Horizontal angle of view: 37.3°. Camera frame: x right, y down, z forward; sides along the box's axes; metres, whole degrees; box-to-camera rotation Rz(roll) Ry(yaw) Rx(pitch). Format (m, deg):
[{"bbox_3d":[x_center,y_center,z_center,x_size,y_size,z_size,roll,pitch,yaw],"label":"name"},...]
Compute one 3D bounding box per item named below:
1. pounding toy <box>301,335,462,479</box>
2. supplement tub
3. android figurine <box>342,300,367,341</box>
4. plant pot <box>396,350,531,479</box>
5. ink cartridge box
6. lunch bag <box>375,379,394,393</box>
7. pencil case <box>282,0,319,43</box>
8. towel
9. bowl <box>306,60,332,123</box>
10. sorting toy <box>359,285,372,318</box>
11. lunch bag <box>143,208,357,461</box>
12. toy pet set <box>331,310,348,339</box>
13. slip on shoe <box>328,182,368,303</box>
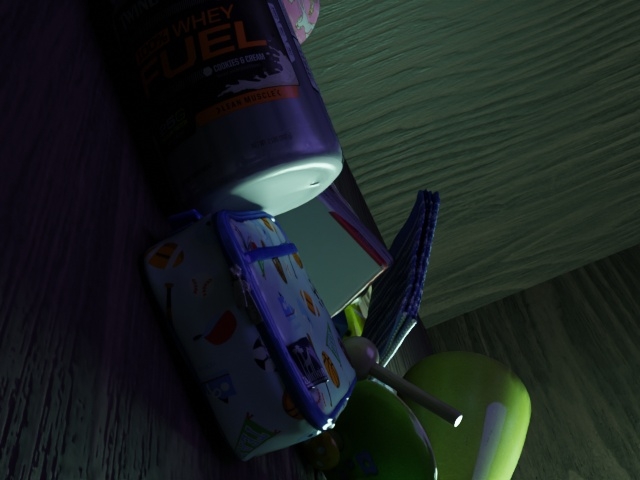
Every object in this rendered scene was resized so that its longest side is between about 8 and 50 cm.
[{"bbox_3d":[0.041,0.249,1.118,0.183,0.110,0.236,39,-47,29],"label":"pounding toy"},{"bbox_3d":[-0.113,-0.186,1.058,0.193,0.194,0.315,36,31,-76],"label":"supplement tub"},{"bbox_3d":[0.065,0.173,1.783,0.248,0.056,0.272,46,24,-70],"label":"android figurine"},{"bbox_3d":[0.262,0.408,1.824,0.274,0.275,0.293,64,23,-22],"label":"plant pot"},{"bbox_3d":[0.000,0.000,1.393,0.197,0.114,0.273,47,7,5],"label":"ink cartridge box"},{"bbox_3d":[0.082,0.253,1.592,0.053,0.071,0.083,-37,107,-78],"label":"lunch bag"},{"bbox_3d":[-0.119,-0.454,1.521,0.167,0.160,0.386,56,3,22],"label":"pencil case"},{"bbox_3d":[0.109,0.089,1.519,0.040,0.243,0.336,25,38,-4],"label":"towel"},{"bbox_3d":[-0.103,-0.227,1.362,0.311,0.163,0.311,-22,90,-82],"label":"bowl"},{"bbox_3d":[0.046,0.030,2.155,0.229,0.041,0.307,-68,135,-73],"label":"sorting toy"},{"bbox_3d":[-0.063,0.077,0.951,0.303,0.115,0.243,-1,67,-83],"label":"lunch bag"},{"bbox_3d":[0.019,0.159,1.447,0.114,0.065,0.122,-104,169,-50],"label":"toy pet set"},{"bbox_3d":[0.012,-0.019,1.752,0.101,0.123,0.331,65,0,-57],"label":"slip on shoe"}]
